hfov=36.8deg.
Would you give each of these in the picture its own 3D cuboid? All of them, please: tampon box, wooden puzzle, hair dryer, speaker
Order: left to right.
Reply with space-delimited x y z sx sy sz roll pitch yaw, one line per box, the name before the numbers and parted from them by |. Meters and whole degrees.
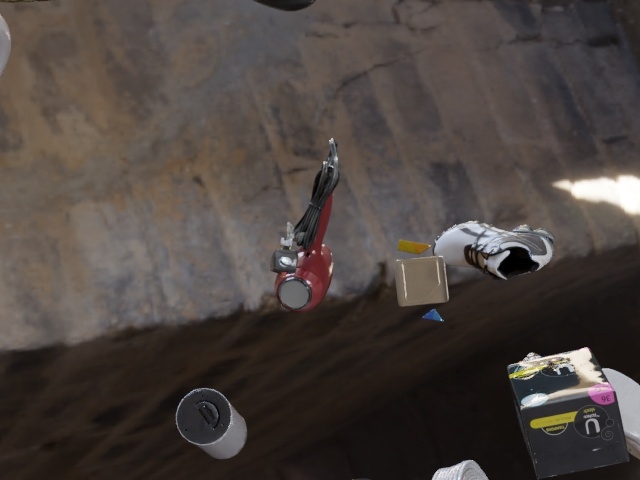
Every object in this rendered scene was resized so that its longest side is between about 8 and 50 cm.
speaker | -0.108 0.187 0.971 0.136 0.055 0.055 84 168 -72
hair dryer | 0.000 0.000 1.419 0.293 0.080 0.223 98 -162 -70
wooden puzzle | 0.145 0.058 1.380 0.014 0.078 0.116 52 -141 -80
tampon box | 0.322 0.225 1.271 0.161 0.120 0.101 -74 -31 -77

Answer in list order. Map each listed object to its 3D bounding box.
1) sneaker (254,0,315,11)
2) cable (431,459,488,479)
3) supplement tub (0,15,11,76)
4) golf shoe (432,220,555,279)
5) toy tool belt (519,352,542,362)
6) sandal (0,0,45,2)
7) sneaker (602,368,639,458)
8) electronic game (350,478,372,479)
sneaker | -0.145 -0.186 0.455 0.330 0.122 0.146 38 97 6
cable | 0.305 0.592 1.996 0.089 0.257 0.257 -17 50 26
supplement tub | -0.646 -0.336 1.407 0.325 0.235 0.235 42 133 8
golf shoe | 0.260 0.018 1.493 0.198 0.094 0.077 -4 113 27
toy tool belt | 0.381 0.221 1.679 0.051 0.083 0.052 -5 77 26
sandal | -0.298 -0.260 0.913 0.180 0.072 0.049 33 131 52
sneaker | 0.481 0.289 1.467 0.212 0.080 0.094 46 160 10
electronic game | 0.022 0.487 1.569 0.048 0.229 0.229 35 123 42
